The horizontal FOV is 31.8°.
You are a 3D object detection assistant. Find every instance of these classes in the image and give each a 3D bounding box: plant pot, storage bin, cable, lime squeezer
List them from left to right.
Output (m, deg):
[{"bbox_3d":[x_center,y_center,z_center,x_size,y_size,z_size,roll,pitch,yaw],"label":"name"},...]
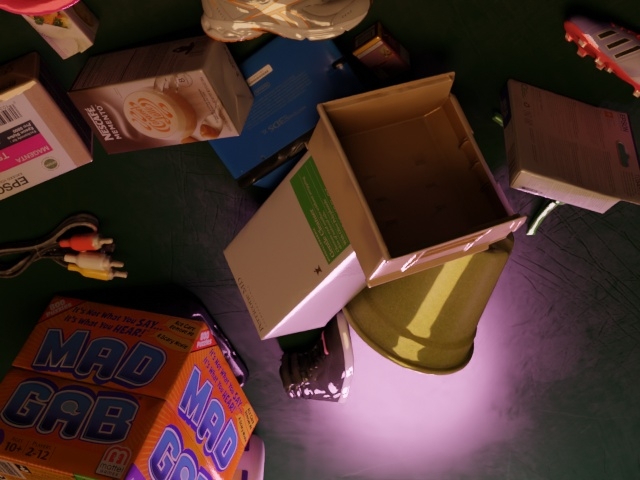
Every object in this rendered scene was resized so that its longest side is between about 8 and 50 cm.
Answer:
[{"bbox_3d":[-0.510,0.023,2.113,0.287,0.072,0.139,-5,132,8],"label":"cable"},{"bbox_3d":[0.146,-0.096,1.715,0.260,0.262,0.123,-17,162,-22],"label":"storage bin"},{"bbox_3d":[0.209,0.056,2.016,0.276,0.276,0.254,17,124,-16],"label":"plant pot"},{"bbox_3d":[0.387,-0.118,1.961,0.110,0.059,0.310,14,148,33],"label":"lime squeezer"}]

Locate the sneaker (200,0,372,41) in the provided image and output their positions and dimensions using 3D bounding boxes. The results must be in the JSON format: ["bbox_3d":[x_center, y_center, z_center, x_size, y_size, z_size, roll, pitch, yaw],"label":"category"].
[{"bbox_3d":[-0.055,-0.366,1.661,0.262,0.099,0.121,-4,133,4],"label":"sneaker"}]

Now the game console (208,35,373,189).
[{"bbox_3d":[-0.023,-0.215,1.874,0.293,0.173,0.250,-31,98,29],"label":"game console"}]

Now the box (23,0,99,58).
[{"bbox_3d":[-0.451,-0.404,1.649,0.063,0.067,0.324,-22,132,22],"label":"box"}]

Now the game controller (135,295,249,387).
[{"bbox_3d":[-0.273,0.231,2.356,0.166,0.067,0.319,-23,134,5],"label":"game controller"}]

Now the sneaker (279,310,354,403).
[{"bbox_3d":[-0.011,0.249,2.320,0.146,0.105,0.296,-1,142,-5],"label":"sneaker"}]

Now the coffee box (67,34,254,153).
[{"bbox_3d":[-0.250,-0.229,1.776,0.246,0.098,0.141,-6,135,25],"label":"coffee box"}]

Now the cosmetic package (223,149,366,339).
[{"bbox_3d":[0.000,0.000,1.923,0.155,0.197,0.365,-11,156,-38],"label":"cosmetic package"}]

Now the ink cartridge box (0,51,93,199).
[{"bbox_3d":[-0.522,-0.177,1.855,0.234,0.088,0.193,-23,133,8],"label":"ink cartridge box"}]

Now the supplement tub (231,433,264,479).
[{"bbox_3d":[-0.303,0.546,2.555,0.331,0.241,0.241,7,137,-5],"label":"supplement tub"}]

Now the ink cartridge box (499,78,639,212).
[{"bbox_3d":[0.400,-0.145,1.792,0.224,0.223,0.045,15,136,-12],"label":"ink cartridge box"}]

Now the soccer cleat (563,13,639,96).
[{"bbox_3d":[0.481,-0.293,1.749,0.248,0.083,0.095,32,100,-23],"label":"soccer cleat"}]

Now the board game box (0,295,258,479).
[{"bbox_3d":[-0.392,0.375,2.208,0.356,0.356,0.356,8,143,24],"label":"board game box"}]

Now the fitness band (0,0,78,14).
[{"bbox_3d":[-0.425,-0.443,1.554,0.209,0.054,0.291,-32,130,-6],"label":"fitness band"}]

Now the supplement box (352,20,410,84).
[{"bbox_3d":[0.096,-0.295,1.769,0.055,0.043,0.083,-29,129,29],"label":"supplement box"}]
